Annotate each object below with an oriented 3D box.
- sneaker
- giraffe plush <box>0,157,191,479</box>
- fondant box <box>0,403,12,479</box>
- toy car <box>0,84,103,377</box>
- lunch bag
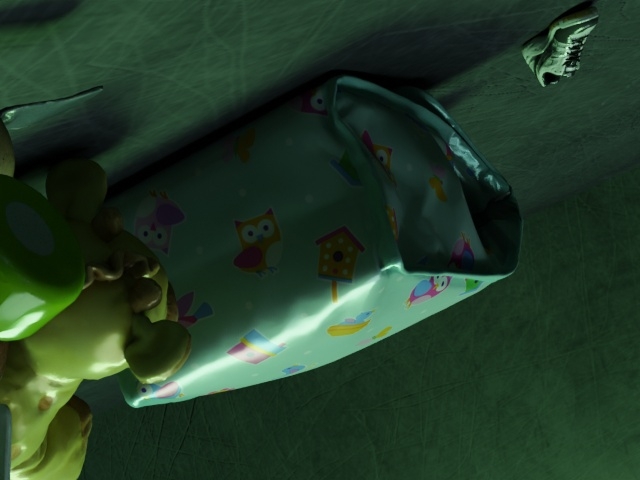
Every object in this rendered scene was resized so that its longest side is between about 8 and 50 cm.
[{"bbox_3d":[0.172,-0.133,1.183,0.032,0.037,0.083,-19,171,-24],"label":"sneaker"},{"bbox_3d":[-0.155,0.047,0.953,0.170,0.181,0.210,-37,-172,13],"label":"giraffe plush"},{"bbox_3d":[-0.276,0.190,0.849,0.238,0.096,0.330,1,150,-10],"label":"fondant box"},{"bbox_3d":[-0.150,-0.007,0.636,0.155,0.149,0.188,-37,180,23],"label":"toy car"},{"bbox_3d":[-0.003,0.003,1.149,0.223,0.160,0.262,-27,168,24],"label":"lunch bag"}]
